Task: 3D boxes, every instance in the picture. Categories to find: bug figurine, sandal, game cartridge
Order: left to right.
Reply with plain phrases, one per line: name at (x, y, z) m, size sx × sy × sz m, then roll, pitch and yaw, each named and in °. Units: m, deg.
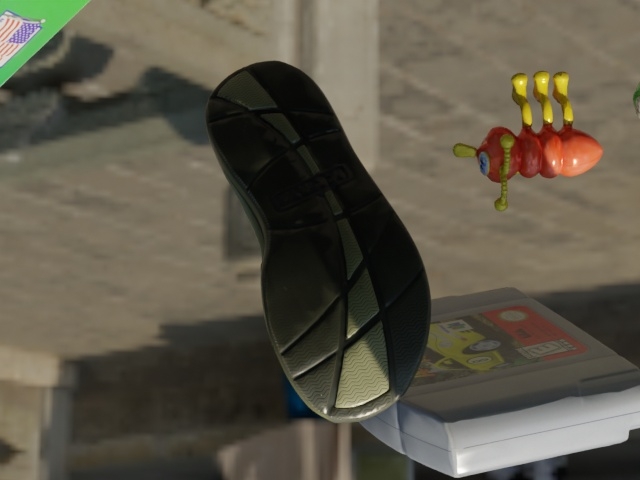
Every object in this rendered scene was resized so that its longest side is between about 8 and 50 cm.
sandal at (0.001, -0.001, 1.264) m, size 0.120 × 0.302 × 0.086 m, roll -17°, pitch 149°, yaw -4°
game cartridge at (0.119, 0.107, 1.378) m, size 0.196 × 0.060 × 0.294 m, roll -14°, pitch -163°, yaw -14°
bug figurine at (0.195, -0.142, 1.150) m, size 0.216 × 0.072 × 0.279 m, roll -7°, pitch 129°, yaw -2°

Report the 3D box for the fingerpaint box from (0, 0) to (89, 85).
fingerpaint box at (-0.193, -0.325, 0.911) m, size 0.445 × 0.371 × 0.163 m, roll -42°, pitch 155°, yaw 13°
